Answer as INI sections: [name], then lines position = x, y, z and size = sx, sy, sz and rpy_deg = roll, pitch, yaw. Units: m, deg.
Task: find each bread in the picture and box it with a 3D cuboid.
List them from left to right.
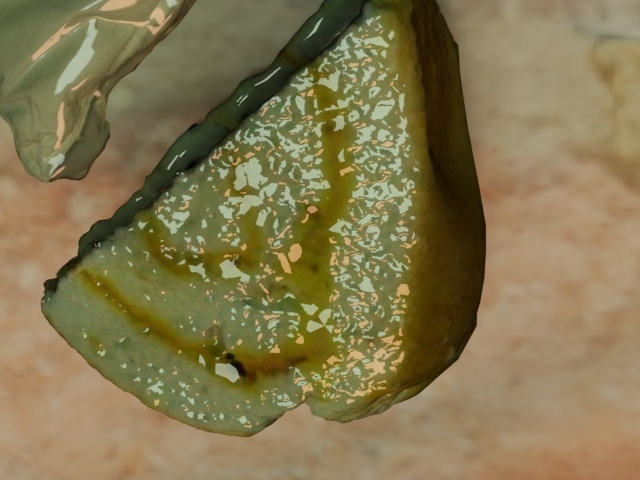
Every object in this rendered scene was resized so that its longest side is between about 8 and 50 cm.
[bread]
position = 0.005, -0.002, 0.423
size = 0.110, 0.103, 0.156
rpy_deg = 47, 118, -4

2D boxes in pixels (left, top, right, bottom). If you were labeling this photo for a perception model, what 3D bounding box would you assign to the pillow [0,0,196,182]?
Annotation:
[pillow]
position = -0.064, -0.206, 0.335
size = 0.274, 0.076, 0.280
rpy_deg = 47, 112, 16
